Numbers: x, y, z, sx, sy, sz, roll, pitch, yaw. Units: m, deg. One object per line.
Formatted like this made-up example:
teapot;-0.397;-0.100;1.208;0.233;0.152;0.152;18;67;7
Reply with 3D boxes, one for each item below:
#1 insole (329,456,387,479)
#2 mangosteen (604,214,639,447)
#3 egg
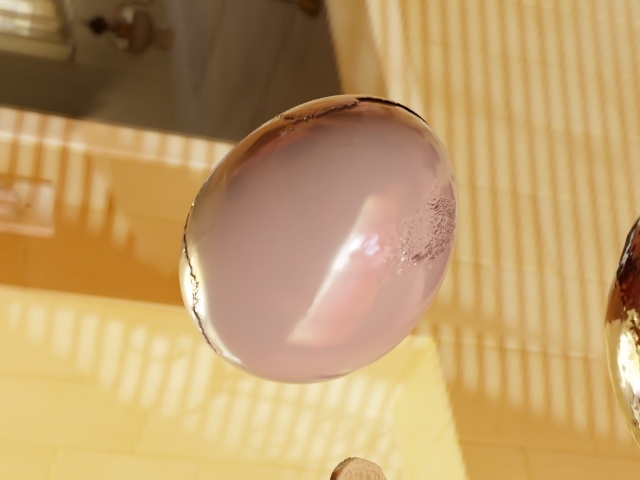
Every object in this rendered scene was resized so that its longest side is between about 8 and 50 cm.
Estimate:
insole;0.040;0.205;1.031;0.248;0.011;0.081;43;56;-67
mangosteen;0.361;0.071;1.004;0.330;0.330;0.330;-172;-90;-72
egg;0.000;0.000;0.813;0.199;0.146;0.146;-53;-148;38
